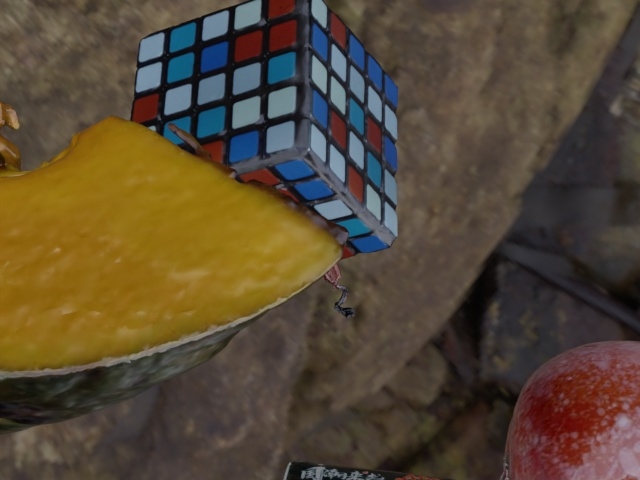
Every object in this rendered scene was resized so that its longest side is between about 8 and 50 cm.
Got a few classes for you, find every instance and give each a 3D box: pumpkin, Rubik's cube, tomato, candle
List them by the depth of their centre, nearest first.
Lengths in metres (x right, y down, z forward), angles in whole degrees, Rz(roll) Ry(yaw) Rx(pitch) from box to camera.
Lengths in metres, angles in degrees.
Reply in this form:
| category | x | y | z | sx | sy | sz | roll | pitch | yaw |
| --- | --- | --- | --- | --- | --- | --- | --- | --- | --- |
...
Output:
| category | x | y | z | sx | sy | sz | roll | pitch | yaw |
| --- | --- | --- | --- | --- | --- | --- | --- | --- | --- |
| pumpkin | -0.132 | 0.021 | 0.508 | 0.111 | 0.278 | 0.163 | -43 | 149 | -34 |
| tomato | 0.252 | 0.214 | 1.275 | 0.227 | 0.270 | 0.270 | 1 | 113 | 3 |
| Rubik's cube | -0.048 | -0.089 | 1.451 | 0.187 | 0.182 | 0.184 | -16 | 145 | 27 |
| candle | -0.001 | 0.000 | 1.633 | 0.021 | 0.026 | 0.167 | -16 | 97 | 19 |

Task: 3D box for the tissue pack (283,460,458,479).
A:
| category | x | y | z | sx | sy | sz | roll | pitch | yaw |
| --- | --- | --- | --- | --- | --- | --- | --- | --- | --- |
| tissue pack | 0.045 | 0.263 | 1.508 | 0.170 | 0.103 | 0.090 | 4 | 103 | 4 |
